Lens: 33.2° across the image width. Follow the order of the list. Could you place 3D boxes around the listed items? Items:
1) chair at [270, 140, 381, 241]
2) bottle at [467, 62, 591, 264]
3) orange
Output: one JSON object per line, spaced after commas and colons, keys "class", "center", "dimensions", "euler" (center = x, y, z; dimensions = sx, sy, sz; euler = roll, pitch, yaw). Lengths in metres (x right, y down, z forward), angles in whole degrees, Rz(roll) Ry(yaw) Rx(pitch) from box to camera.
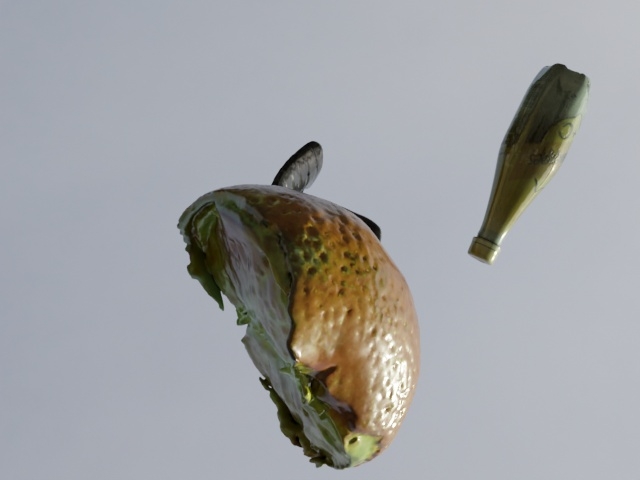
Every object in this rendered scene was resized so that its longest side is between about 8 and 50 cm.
{"class": "chair", "center": [0.000, 0.000, 1.351], "dimensions": [0.145, 0.221, 0.140], "euler": [26, -124, 8]}
{"class": "bottle", "center": [0.262, -0.093, 1.369], "dimensions": [0.083, 0.083, 0.269], "euler": [24, -94, 20]}
{"class": "orange", "center": [-0.016, 0.075, 1.139], "dimensions": [0.196, 0.334, 0.262], "euler": [-46, -150, -25]}
